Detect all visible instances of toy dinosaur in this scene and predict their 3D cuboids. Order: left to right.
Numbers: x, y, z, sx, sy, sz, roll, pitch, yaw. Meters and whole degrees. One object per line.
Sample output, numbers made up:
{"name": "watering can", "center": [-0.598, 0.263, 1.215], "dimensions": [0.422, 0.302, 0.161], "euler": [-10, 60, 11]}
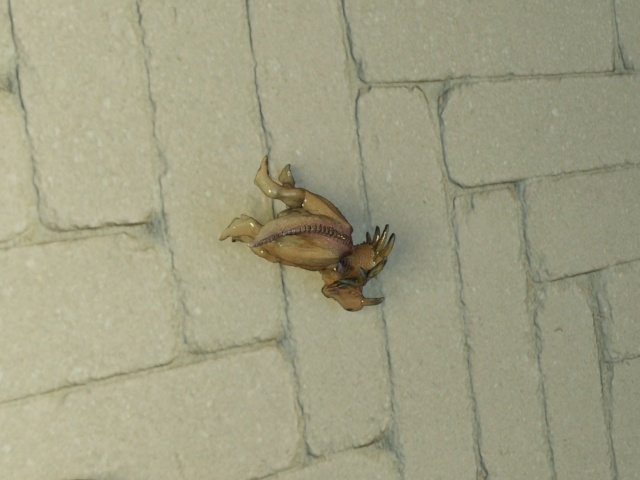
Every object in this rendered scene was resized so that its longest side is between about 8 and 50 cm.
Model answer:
{"name": "toy dinosaur", "center": [0.000, 0.000, 1.333], "dimensions": [0.200, 0.296, 0.127], "euler": [32, 90, 7]}

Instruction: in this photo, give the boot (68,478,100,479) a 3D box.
{"name": "boot", "center": [-0.328, 0.340, 1.115], "dimensions": [0.258, 0.095, 0.123], "euler": [-16, 103, -32]}
